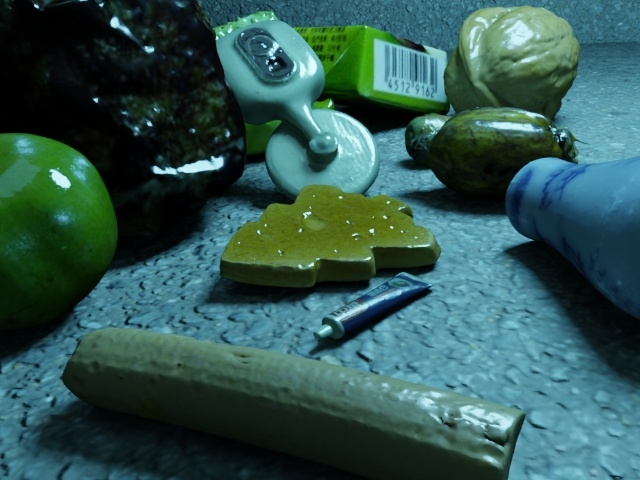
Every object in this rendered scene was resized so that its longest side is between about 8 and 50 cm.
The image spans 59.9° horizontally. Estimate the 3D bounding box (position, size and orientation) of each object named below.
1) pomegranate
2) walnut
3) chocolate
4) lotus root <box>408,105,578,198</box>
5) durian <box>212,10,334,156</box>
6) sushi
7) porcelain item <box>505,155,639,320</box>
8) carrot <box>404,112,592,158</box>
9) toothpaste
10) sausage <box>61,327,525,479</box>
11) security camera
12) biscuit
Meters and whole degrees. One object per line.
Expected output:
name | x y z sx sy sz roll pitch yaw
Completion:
pomegranate | -0.287 -0.029 0.485 0.187 0.225 0.187 -9 48 10
walnut | 0.348 -0.314 1.027 0.257 0.257 0.224 -25 -1 -37
chocolate | 0.078 -0.348 1.152 0.301 0.137 0.289 -2 15 -45
lotus root | 0.215 -0.109 0.710 0.209 0.120 0.120 5 26 22
durian | -0.144 -0.258 0.949 0.340 0.256 0.204 -19 47 -16
sushi | -0.270 -0.171 0.690 0.299 0.294 0.281 -5 30 32
porcelain item | 0.263 -0.013 0.470 0.141 0.141 0.259 -11 17 -13
carrot | 0.282 -0.160 0.877 0.298 0.078 0.078 0 24 -5
toothpaste | 0.046 0.056 0.484 0.140 0.021 0.037 -22 31 -39
sausage | -0.034 0.102 0.349 0.301 0.065 0.066 8 27 22
security camera | -0.035 -0.179 0.764 0.157 0.080 0.301 -30 72 -19
biscuit | 0.000 0.000 0.593 0.239 0.041 0.212 -21 35 -31
